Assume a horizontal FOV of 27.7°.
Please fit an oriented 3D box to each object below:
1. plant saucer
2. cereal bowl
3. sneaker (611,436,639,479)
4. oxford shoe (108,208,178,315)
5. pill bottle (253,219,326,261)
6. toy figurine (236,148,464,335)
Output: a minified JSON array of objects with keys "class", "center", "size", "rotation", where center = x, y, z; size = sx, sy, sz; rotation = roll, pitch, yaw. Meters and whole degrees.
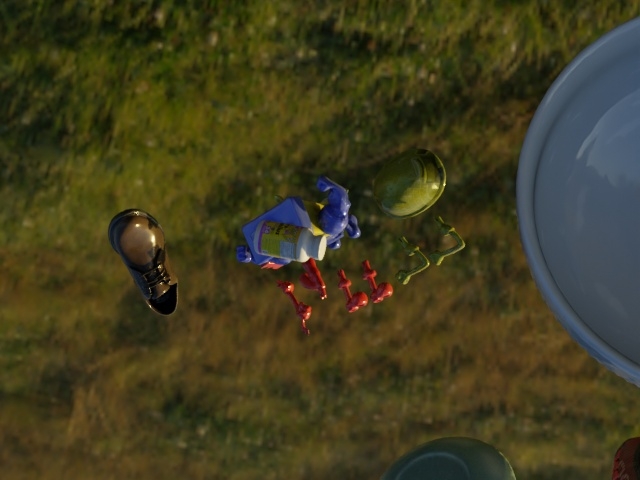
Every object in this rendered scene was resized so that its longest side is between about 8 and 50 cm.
[{"class":"plant saucer","center":[0.138,0.307,1.557],"size":[0.194,0.195,0.037],"rotation":[-6,135,29]},{"class":"cereal bowl","center":[0.332,-0.022,1.087],"size":[0.338,0.339,0.141],"rotation":[6,168,7]},{"class":"sneaker","center":[0.477,0.364,1.806],"size":[0.097,0.276,0.135],"rotation":[19,126,-8]},{"class":"oxford shoe","center":[-0.266,0.036,2.035],"size":[0.082,0.096,0.227],"rotation":[-29,141,-6]},{"class":"pill bottle","center":[-0.037,0.002,1.589],"size":[0.083,0.043,0.043],"rotation":[10,155,14]},{"class":"toy figurine","center":[0.000,0.000,1.904],"size":[0.362,0.191,0.217],"rotation":[-28,161,36]}]
